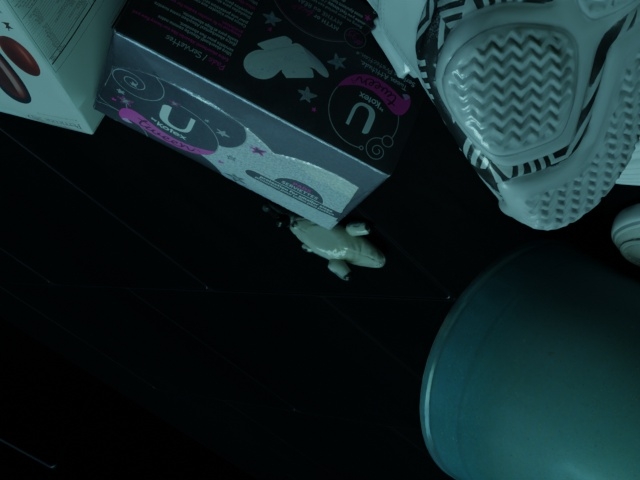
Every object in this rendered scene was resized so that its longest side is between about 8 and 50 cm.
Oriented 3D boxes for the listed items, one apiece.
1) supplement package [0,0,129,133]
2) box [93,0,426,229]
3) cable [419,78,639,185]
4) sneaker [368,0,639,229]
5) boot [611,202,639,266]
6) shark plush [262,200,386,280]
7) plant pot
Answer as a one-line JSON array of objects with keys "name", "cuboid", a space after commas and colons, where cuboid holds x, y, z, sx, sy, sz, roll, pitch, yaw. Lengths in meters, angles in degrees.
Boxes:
[{"name": "supplement package", "cuboid": [-0.285, -0.227, 0.939, 0.194, 0.149, 0.203, 14, 155, 22]}, {"name": "box", "cuboid": [-0.051, -0.138, 0.911, 0.247, 0.142, 0.163, 28, 157, -8]}, {"name": "cable", "cuboid": [0.190, -0.132, 0.750, 0.257, 0.089, 0.257, 30, 157, -13]}, {"name": "sneaker", "cuboid": [0.059, -0.183, 0.607, 0.210, 0.137, 0.366, 36, 156, 58]}, {"name": "boot", "cuboid": [0.366, 0.041, 0.913, 0.258, 0.123, 0.095, 7, 152, 36]}, {"name": "shark plush", "cuboid": [0.000, 0.000, 1.286, 0.161, 0.073, 0.067, 13, -174, 14]}, {"name": "plant pot", "cuboid": [0.278, 0.167, 0.994, 0.255, 0.272, 0.271, 29, 168, 49]}]
